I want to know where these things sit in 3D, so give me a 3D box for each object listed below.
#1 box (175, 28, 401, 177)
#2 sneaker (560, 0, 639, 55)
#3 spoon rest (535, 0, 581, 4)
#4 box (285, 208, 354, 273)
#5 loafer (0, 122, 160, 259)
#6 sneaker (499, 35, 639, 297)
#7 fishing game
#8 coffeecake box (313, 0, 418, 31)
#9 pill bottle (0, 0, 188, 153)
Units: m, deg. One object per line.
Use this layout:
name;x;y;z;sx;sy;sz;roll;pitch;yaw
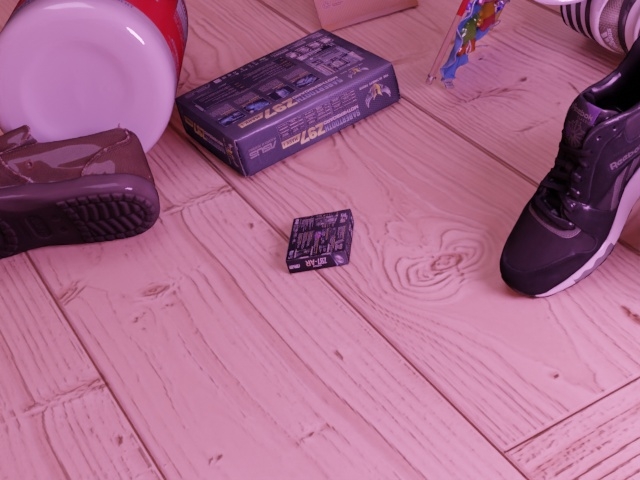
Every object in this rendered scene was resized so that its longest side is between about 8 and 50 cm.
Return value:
box;-0.043;-0.178;1.760;0.232;0.059;0.183;-29;32;-18
sneaker;0.480;-0.376;1.705;0.447;0.169;0.257;-31;36;-17
spoon rest;0.344;-0.340;1.596;0.276;0.084;0.137;-20;31;1
box;0.000;0.000;1.504;0.067;0.018;0.083;-10;33;12
loafer;-0.365;-0.061;1.653;0.365;0.134;0.130;-3;56;5
sneaker;0.251;-0.080;1.316;0.283;0.124;0.107;-51;44;4
fishing game;0.202;-0.270;1.697;0.041;0.189;0.264;30;28;10
coffeecake box;0.054;-0.385;2.022;0.142;0.068;0.185;-16;31;4
pill bottle;-0.293;-0.263;1.838;0.229;0.229;0.408;-14;26;5
